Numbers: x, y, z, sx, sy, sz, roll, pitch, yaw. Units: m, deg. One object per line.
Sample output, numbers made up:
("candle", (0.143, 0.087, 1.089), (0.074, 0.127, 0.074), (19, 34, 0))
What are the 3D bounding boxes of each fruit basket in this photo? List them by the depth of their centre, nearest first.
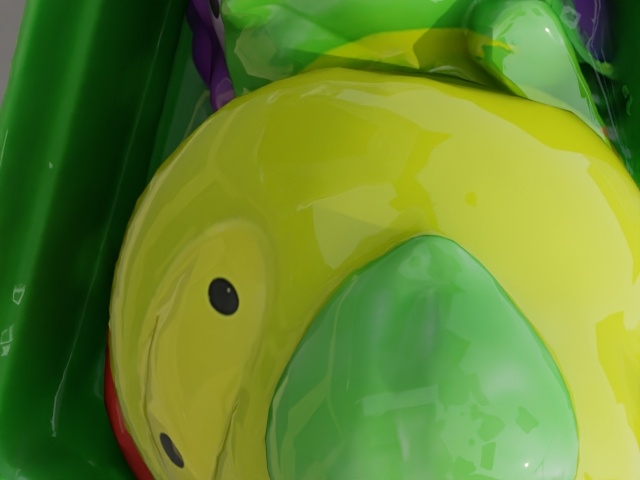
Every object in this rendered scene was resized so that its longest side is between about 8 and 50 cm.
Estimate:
("fruit basket", (0.000, 0.000, 0.658), (0.283, 0.392, 0.392), (22, 22, 15))
